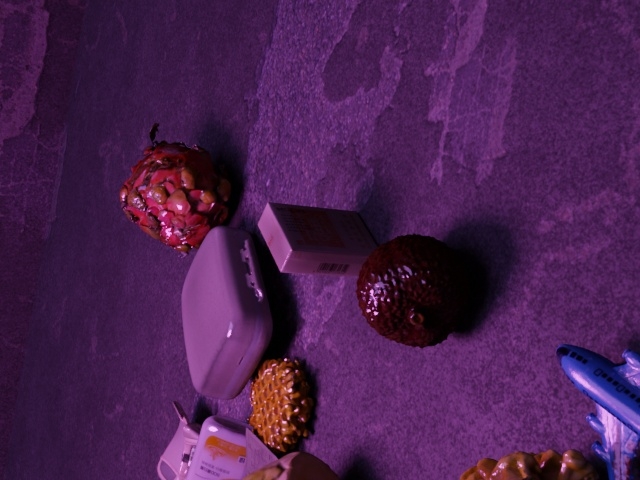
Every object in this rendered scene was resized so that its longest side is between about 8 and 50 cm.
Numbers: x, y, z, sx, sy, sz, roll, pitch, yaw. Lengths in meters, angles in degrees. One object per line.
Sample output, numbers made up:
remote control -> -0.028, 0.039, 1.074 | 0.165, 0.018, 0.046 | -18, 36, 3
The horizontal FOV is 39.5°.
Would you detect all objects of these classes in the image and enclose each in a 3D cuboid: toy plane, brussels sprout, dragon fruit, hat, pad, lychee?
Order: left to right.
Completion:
dragon fruit -> -0.336, -0.108, 2.148 | 0.269, 0.250, 0.291 | -63, 28, -5
hat -> -0.295, 0.499, 2.093 | 0.226, 0.164, 0.219 | -97, 21, -72
pad -> -0.120, 0.534, 1.833 | 0.159, 0.009, 0.265 | 28, 122, 56
brussels sprout -> -0.059, 0.531, 1.580 | 0.227, 0.259, 0.294 | 47, 123, 57
lychee -> 0.150, 0.074, 1.431 | 0.194, 0.194, 0.194 | -16, 70, 54
toy plane -> 0.398, 0.209, 1.098 | 0.271, 0.105, 0.254 | 49, 122, 50

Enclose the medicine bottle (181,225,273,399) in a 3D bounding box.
medicine bottle -> -0.215, 0.153, 1.974 | 0.282, 0.123, 0.375 | -62, 29, 30

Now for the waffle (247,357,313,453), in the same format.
waffle -> -0.086, 0.338, 1.834 | 0.197, 0.070, 0.193 | -5, 79, 59

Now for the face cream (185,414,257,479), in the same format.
face cream -> -0.225, 0.527, 1.950 | 0.071, 0.144, 0.291 | -59, -11, -73

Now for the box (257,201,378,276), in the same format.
box -> 0.000, 0.000, 1.651 | 0.058, 0.201, 0.141 | -64, 36, 32

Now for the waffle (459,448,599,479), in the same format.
waffle -> 0.288, 0.437, 1.147 | 0.261, 0.151, 0.324 | 111, 155, -57
